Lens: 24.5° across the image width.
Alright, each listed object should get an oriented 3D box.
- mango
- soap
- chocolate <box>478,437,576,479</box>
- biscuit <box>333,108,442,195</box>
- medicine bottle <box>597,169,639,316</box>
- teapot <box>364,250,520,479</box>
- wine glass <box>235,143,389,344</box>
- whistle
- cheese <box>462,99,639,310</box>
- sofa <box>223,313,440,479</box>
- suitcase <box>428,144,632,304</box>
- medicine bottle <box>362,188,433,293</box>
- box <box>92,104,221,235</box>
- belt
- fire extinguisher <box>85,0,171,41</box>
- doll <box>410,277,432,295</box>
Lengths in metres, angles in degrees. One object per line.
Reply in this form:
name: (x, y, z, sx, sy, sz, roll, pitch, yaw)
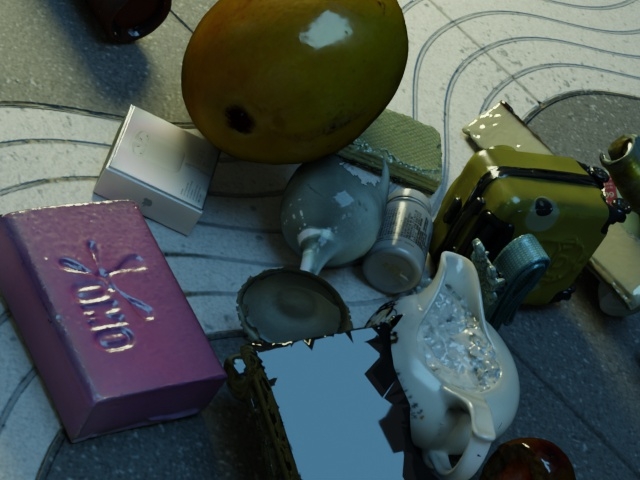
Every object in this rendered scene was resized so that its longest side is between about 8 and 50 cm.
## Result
mango: (-0.030, -0.243, 1.889, 0.232, 0.300, 0.445, 57, 15, -16)
soap: (-0.236, 0.081, 1.610, 0.181, 0.081, 0.259, -7, 56, -39)
chocolate: (0.240, 0.290, 1.696, 0.124, 0.133, 0.127, 48, 44, 8)
biscuit: (0.081, -0.146, 2.080, 0.199, 0.040, 0.121, 21, 40, -16)
medicine bottle: (0.425, 0.004, 2.131, 0.090, 0.090, 0.216, 18, 48, -20)
teapot: (0.152, 0.164, 1.747, 0.208, 0.166, 0.299, 26, 30, -29)
wine glass: (0.000, 0.000, 1.813, 0.143, 0.143, 0.321, 28, 39, -8)
whistle: (0.495, -0.018, 2.101, 0.326, 0.068, 0.057, 52, 16, -29)
cheese: (0.348, -0.056, 2.114, 0.085, 0.034, 0.400, -36, 57, -5)
sofa: (0.011, 0.223, 1.594, 0.200, 0.182, 0.258, -9, 69, -27)
suitcase: (0.266, -0.023, 1.971, 0.235, 0.194, 0.143, 5, 41, -31)
medicine bottle: (0.104, -0.003, 1.926, 0.079, 0.079, 0.140, 28, 40, -9)
box: (-0.199, -0.089, 1.824, 0.129, 0.051, 0.130, 25, 40, -11)
belt: (0.221, 0.064, 1.874, 0.100, 0.179, 0.065, -13, 57, -25)
fire extinguisher: (-0.321, -0.423, 2.038, 0.344, 0.102, 0.138, 56, 12, 24)
doll: (0.135, 0.088, 1.894, 0.058, 0.040, 0.085, 24, 41, 2)
